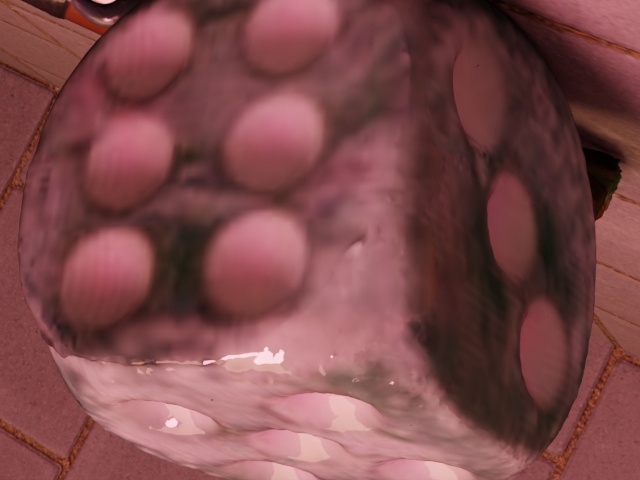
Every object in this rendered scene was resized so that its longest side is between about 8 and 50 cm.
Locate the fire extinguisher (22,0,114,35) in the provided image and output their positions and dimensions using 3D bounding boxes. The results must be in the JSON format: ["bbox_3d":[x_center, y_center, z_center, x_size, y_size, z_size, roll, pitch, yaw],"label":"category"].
[{"bbox_3d":[-0.089,-0.202,1.309,0.376,0.113,0.200,24,-165,-10],"label":"fire extinguisher"}]

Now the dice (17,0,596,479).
[{"bbox_3d":[0.000,0.000,1.101,0.330,0.328,0.348,-7,152,34],"label":"dice"}]

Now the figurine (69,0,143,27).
[{"bbox_3d":[-0.179,-0.252,1.115,0.193,0.140,0.265,45,174,41],"label":"figurine"}]

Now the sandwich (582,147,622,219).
[{"bbox_3d":[0.183,-0.012,1.345,0.184,0.109,0.160,6,125,19],"label":"sandwich"}]
